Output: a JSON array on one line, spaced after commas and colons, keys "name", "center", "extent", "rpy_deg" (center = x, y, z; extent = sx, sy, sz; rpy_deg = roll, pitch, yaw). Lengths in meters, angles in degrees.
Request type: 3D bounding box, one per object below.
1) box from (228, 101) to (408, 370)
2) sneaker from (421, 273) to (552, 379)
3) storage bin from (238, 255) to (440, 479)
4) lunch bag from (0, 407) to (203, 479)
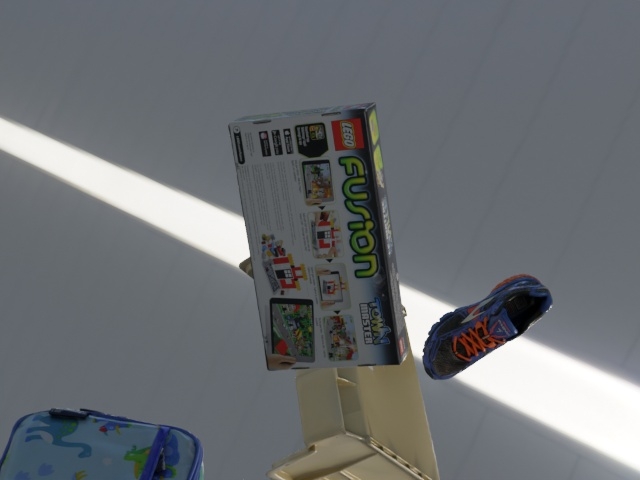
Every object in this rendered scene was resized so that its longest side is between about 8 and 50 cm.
[{"name": "box", "center": [0.000, 0.000, 0.940], "extent": [0.114, 0.206, 0.036], "rpy_deg": [-4, -167, 16]}, {"name": "sneaker", "center": [0.237, 0.121, 1.676], "extent": [0.221, 0.083, 0.087], "rpy_deg": [-37, -169, -11]}, {"name": "storage bin", "center": [0.022, 0.163, 1.372], "extent": [0.123, 0.260, 0.262], "rpy_deg": [-21, -124, 19]}, {"name": "lunch bag", "center": [-0.189, 0.240, 0.956], "extent": [0.219, 0.176, 0.090], "rpy_deg": [-72, 169, -49]}]
